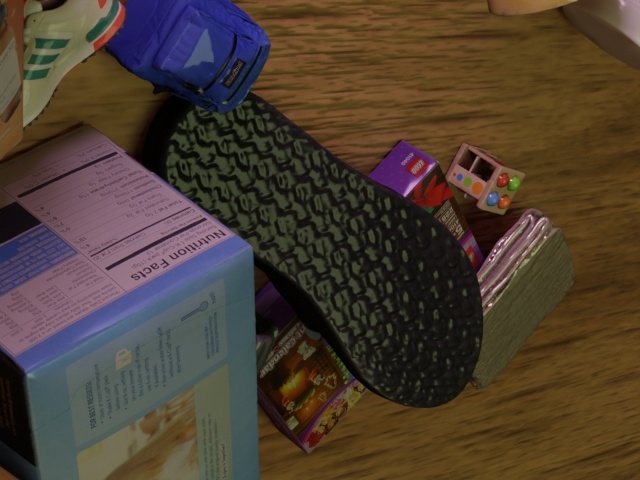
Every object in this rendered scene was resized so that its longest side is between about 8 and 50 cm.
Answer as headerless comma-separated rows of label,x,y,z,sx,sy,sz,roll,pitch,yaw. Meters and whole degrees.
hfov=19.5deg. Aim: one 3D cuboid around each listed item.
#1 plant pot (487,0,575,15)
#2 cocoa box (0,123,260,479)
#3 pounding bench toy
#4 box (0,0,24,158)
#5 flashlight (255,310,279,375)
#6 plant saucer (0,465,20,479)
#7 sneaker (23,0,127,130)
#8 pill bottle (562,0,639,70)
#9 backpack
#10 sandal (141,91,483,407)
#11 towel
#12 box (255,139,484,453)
plant pot,0.217,-0.289,1.823,0.134,0.134,0.095,-30,112,-31
cocoa box,-0.205,0.127,1.565,0.231,0.228,0.347,-30,138,-31
pounding bench toy,0.187,-0.063,2.013,0.083,0.065,0.052,12,109,-53
box,-0.282,-0.127,1.342,0.130,0.091,0.170,-56,158,-51
flashlight,-0.147,0.194,1.812,0.304,0.103,0.103,-62,-179,17
plant saucer,-0.324,0.251,1.445,0.333,0.081,0.333,38,127,-19
sneaker,-0.230,-0.153,1.466,0.161,0.057,0.075,-46,128,-10
pill bottle,0.381,-0.315,1.956,0.264,0.153,0.153,-53,145,-1
backpack,-0.102,-0.157,1.557,0.120,0.101,0.098,27,104,-46
sandal,0.000,-0.003,1.766,0.446,0.107,0.167,43,78,-32
towel,0.211,0.069,2.125,0.187,0.049,0.282,-49,160,-5
box,0.037,0.062,1.946,0.293,0.057,0.201,-47,145,-11
